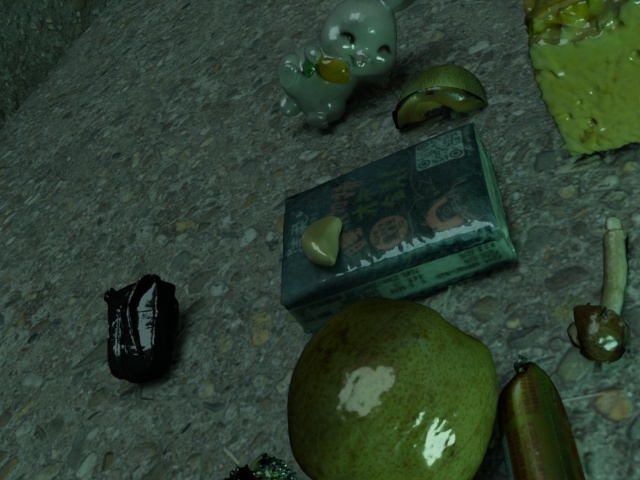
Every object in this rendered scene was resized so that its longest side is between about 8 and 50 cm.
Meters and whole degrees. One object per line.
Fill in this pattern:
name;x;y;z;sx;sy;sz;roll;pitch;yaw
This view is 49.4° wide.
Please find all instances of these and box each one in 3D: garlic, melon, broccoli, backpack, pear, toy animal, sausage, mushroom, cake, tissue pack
garlic;0.001;0.000;0.916;0.053;0.041;0.083;-9;43;25
melon;0.190;-0.255;1.159;0.160;0.079;0.128;-13;45;31
broccoli;-0.101;0.328;0.794;0.204;0.118;0.122;-39;65;26
backpack;-0.286;0.147;1.120;0.120;0.106;0.165;-19;62;28
pear;0.063;0.173;0.724;0.229;0.188;0.211;2;45;46
toy animal;0.043;-0.360;1.272;0.154;0.209;0.325;-85;14;-63
sausage;0.208;0.255;0.617;0.082;0.082;0.371;-22;39;21
mushroom;0.309;0.053;0.761;0.061;0.060;0.187;-14;38;40
cake;0.397;-0.294;0.903;0.223;0.227;0.285;-13;44;31
tissue pack;0.095;-0.022;0.976;0.316;0.103;0.227;-21;40;21
